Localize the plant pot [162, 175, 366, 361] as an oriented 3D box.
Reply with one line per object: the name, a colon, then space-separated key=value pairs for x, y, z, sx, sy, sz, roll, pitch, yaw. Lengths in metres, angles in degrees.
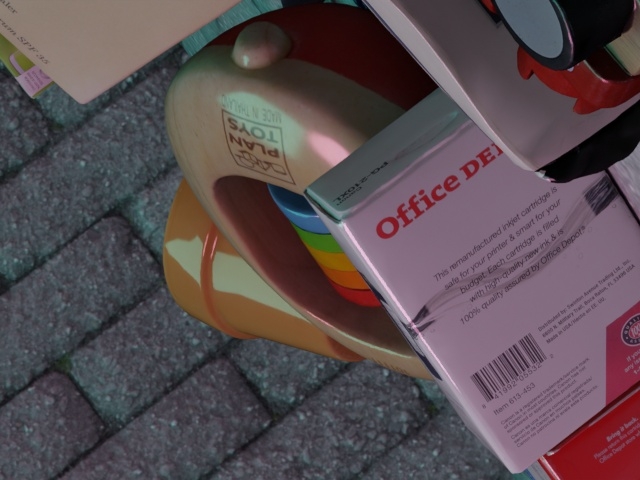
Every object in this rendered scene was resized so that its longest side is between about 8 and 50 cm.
plant pot: x=0.000 y=0.000 z=2.084 sx=0.203 sy=0.291 sz=0.291 roll=29 pitch=163 yaw=34

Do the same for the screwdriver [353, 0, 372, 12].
screwdriver: x=0.020 y=-0.221 z=1.584 sx=0.170 sy=0.024 sz=0.025 roll=55 pitch=147 yaw=-10

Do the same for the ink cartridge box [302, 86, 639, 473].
ink cartridge box: x=0.126 y=0.013 z=1.320 sx=0.237 sy=0.172 sz=0.100 roll=55 pitch=175 yaw=-22

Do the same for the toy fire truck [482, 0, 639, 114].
toy fire truck: x=0.087 y=-0.148 z=0.804 sx=0.217 sy=0.158 sz=0.246 roll=51 pitch=165 yaw=13

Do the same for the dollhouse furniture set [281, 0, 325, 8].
dollhouse furniture set: x=0.015 y=-0.247 z=1.511 sx=0.081 sy=0.091 sz=0.114 roll=-11 pitch=-96 yaw=-51

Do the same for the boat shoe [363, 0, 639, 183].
boat shoe: x=0.039 y=-0.184 z=0.984 sx=0.340 sy=0.127 sz=0.158 roll=55 pitch=180 yaw=-21

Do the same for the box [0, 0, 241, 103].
box: x=-0.097 y=-0.213 z=1.163 sx=0.148 sy=0.121 sz=0.311 roll=42 pitch=147 yaw=-16

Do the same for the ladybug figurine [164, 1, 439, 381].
ladybug figurine: x=0.040 y=-0.045 z=1.541 sx=0.305 sy=0.162 sz=0.449 roll=20 pitch=158 yaw=29

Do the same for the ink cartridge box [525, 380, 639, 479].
ink cartridge box: x=0.234 y=0.153 z=1.560 sx=0.078 sy=0.134 sz=0.231 roll=54 pitch=176 yaw=-3

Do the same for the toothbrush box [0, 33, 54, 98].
toothbrush box: x=-0.186 y=-0.281 z=1.530 sx=0.122 sy=0.283 sz=0.206 roll=49 pitch=174 yaw=28
